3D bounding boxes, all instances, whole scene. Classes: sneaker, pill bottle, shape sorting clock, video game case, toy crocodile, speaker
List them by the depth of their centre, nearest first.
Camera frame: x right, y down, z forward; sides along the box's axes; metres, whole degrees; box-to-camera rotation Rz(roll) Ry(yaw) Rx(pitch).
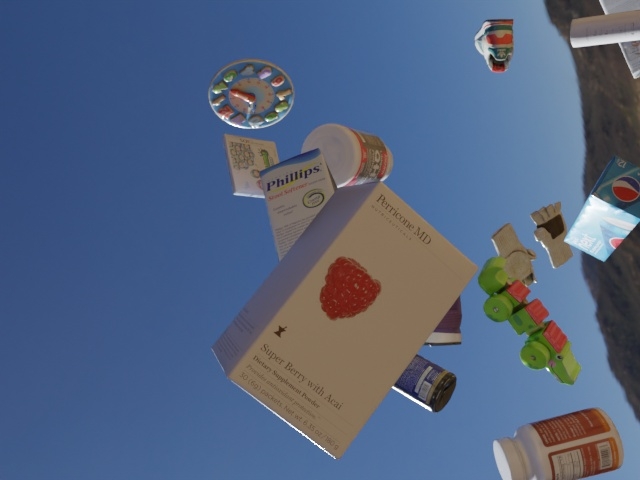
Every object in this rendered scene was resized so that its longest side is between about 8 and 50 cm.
[{"bbox_3d":[0.088,0.102,1.089,0.107,0.283,0.124,17,-106,-69],"label":"sneaker"},{"bbox_3d":[0.291,-0.316,1.127,0.161,0.057,0.075,-11,-79,-83],"label":"sneaker"},{"bbox_3d":[0.545,-0.399,1.265,0.055,0.136,0.055,-5,-84,-54],"label":"speaker"},{"bbox_3d":[0.450,0.402,1.284,0.121,0.216,0.121,168,90,-86],"label":"pill bottle"},{"bbox_3d":[0.487,0.185,1.557,0.115,0.105,0.340,-32,-98,-44],"label":"toy crocodile"},{"bbox_3d":[-0.155,-0.173,1.586,0.143,0.019,0.157,4,-117,-38],"label":"video game case"},{"bbox_3d":[-0.165,-0.347,1.615,0.206,0.206,0.040,40,-143,-42],"label":"shape sorting clock"},{"bbox_3d":[0.264,0.384,1.906,0.123,0.219,0.123,-35,-41,-38],"label":"pill bottle"},{"bbox_3d":[0.091,-0.232,1.919,0.318,0.176,0.176,-7,-102,-63],"label":"pill bottle"}]

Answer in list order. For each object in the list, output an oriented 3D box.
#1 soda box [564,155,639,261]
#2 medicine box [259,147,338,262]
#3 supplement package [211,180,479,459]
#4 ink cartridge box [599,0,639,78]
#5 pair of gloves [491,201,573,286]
[{"bbox_3d":[0.414,-0.039,0.963,0.067,0.071,0.210,-56,-18,-8],"label":"soda box"},{"bbox_3d":[0.000,0.000,1.463,0.263,0.149,0.289,62,-170,-51],"label":"medicine box"},{"bbox_3d":[0.024,0.090,0.868,0.177,0.175,0.293,39,-98,-13],"label":"supplement package"},{"bbox_3d":[0.713,-0.491,1.425,0.066,0.189,0.232,-38,-78,-34],"label":"ink cartridge box"},{"bbox_3d":[0.602,0.020,1.887,0.204,0.240,0.042,67,166,-21],"label":"pair of gloves"}]
